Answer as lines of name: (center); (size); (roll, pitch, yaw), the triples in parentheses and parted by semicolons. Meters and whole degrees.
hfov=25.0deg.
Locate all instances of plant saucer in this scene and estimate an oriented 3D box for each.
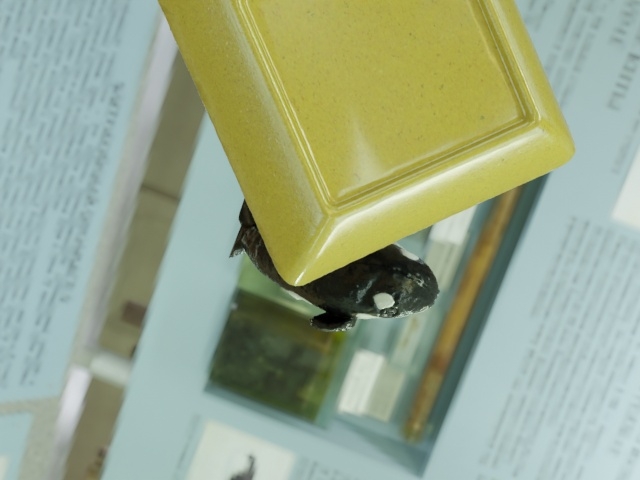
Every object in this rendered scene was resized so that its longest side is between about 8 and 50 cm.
plant saucer: (0.057, -0.169, 1.379); (0.333, 0.333, 0.081); (-25, -176, -11)

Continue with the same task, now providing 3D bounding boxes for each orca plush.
orca plush: (0.000, 0.000, 1.628); (0.151, 0.287, 0.102); (-44, 138, -12)
